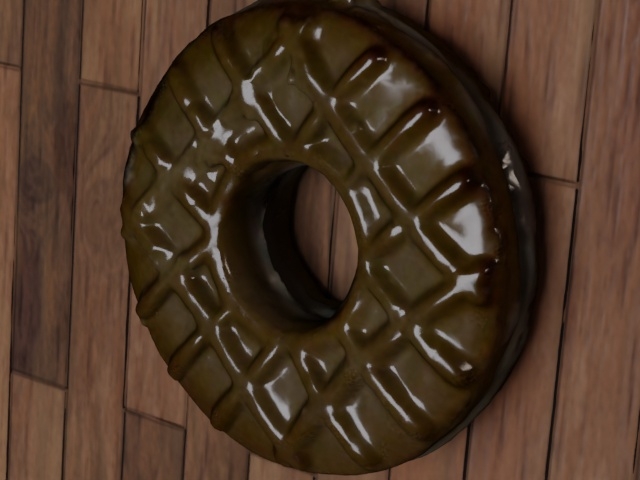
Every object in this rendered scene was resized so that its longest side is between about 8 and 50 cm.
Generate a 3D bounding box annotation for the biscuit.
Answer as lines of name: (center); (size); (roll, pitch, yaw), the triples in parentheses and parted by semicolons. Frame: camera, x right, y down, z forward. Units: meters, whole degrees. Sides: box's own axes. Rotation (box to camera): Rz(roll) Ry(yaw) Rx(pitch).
biscuit: (0.000, 0.000, 1.262); (0.332, 0.103, 0.332); (9, 105, 35)
